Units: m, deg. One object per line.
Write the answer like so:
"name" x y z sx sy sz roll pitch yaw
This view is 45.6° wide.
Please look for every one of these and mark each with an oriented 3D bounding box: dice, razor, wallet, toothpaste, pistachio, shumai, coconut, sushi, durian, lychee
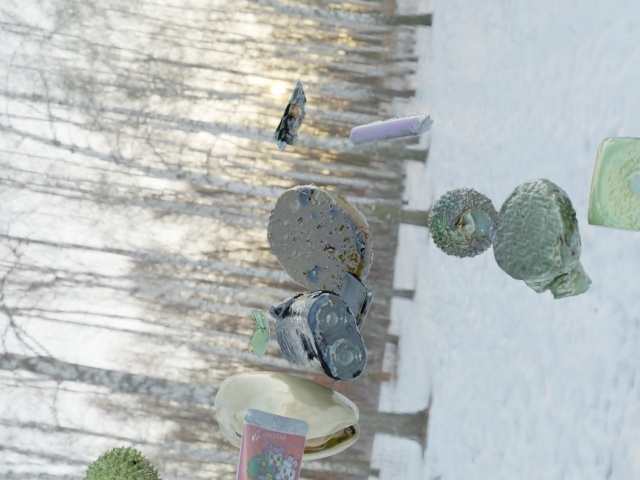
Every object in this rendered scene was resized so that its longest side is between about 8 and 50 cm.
"dice" 0.884 -0.147 2.108 0.249 0.251 0.255 -10 -72 -74
"razor" -0.006 0.198 1.610 0.189 0.107 0.327 69 160 -2
"wallet" 0.057 0.194 1.733 0.122 0.031 0.232 46 121 60
"toothpaste" -0.065 0.301 0.801 0.057 0.089 0.234 -13 62 48
"pistachio" -0.073 0.374 1.625 0.214 0.317 0.194 -76 -10 -57
"shumai" 0.692 0.000 2.258 0.292 0.288 0.330 -28 53 55
"coconut" -0.160 0.250 2.016 0.158 0.055 0.133 -96 4 -54
"sushi" -0.047 -0.236 1.490 0.120 0.026 0.126 50 -116 -79
"durian" -0.390 0.511 1.519 0.159 0.198 0.146 -41 -10 -8
"lychee" 0.308 -0.036 1.650 0.171 0.171 0.171 9 -90 -88

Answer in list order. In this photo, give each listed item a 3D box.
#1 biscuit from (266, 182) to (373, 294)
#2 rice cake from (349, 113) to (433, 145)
"biscuit" 0.001 0.000 1.848 0.075 0.295 0.296 -30 -45 -51
"rice cake" 0.169 -0.274 1.883 0.269 0.049 0.055 0 53 51
